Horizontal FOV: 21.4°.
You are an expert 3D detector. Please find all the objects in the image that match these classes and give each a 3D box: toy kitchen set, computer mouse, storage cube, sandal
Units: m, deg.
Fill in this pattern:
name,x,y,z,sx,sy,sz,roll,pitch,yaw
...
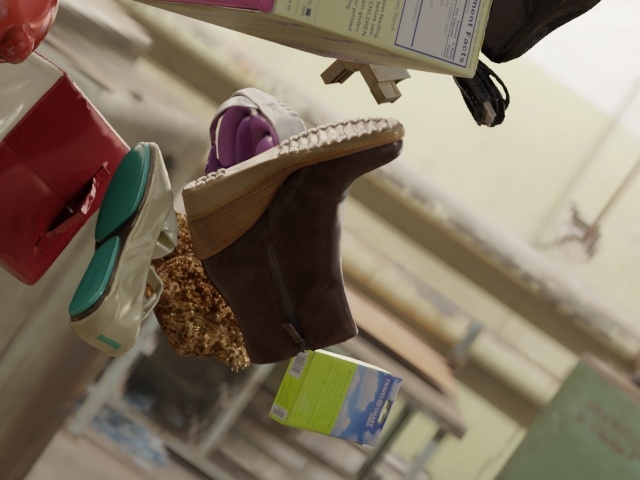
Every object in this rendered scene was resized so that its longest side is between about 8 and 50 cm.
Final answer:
name,x,y,z,sx,sy,sz,roll,pitch,yaw
toy kitchen set,0.062,-0.199,2.132,0.068,0.075,0.083,-14,70,-48
computer mouse,0.223,-0.271,1.898,0.072,0.272,0.188,8,51,-46
storage cube,-0.341,-0.102,1.739,0.215,0.183,0.193,35,-10,27
sandal,-0.104,-0.117,2.233,0.102,0.169,0.416,-8,3,-15

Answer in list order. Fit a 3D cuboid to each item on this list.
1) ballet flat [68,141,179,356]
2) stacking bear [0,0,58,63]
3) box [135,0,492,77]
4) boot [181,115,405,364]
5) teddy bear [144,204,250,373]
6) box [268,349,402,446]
name,x,y,z,sx,sy,sz,roll,pitch,yaw
ballet flat,-0.181,0.011,1.641,0.086,0.086,0.248,33,44,-20
stacking bear,-0.320,-0.189,1.286,0.289,0.175,0.164,4,-5,32
box,-0.006,-0.234,1.494,0.243,0.117,0.214,12,1,-41
boot,0.000,0.000,1.702,0.090,0.248,0.206,-70,138,-69
teddy bear,-0.136,0.043,1.946,0.245,0.113,0.338,62,-1,7
box,0.022,0.210,2.275,0.178,0.109,0.042,20,3,-43
